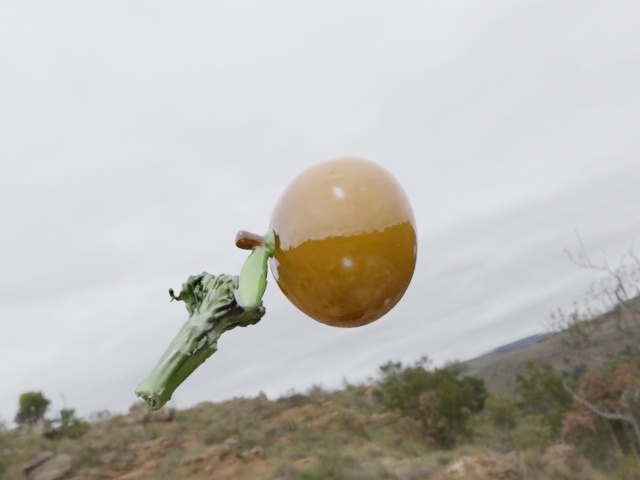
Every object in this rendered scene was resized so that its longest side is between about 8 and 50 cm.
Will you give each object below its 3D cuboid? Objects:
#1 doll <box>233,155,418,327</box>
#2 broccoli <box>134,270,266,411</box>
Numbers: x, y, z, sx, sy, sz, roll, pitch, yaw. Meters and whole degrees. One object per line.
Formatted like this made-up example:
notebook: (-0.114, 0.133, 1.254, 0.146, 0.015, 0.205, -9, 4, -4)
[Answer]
doll: (0.000, 0.000, 0.927, 0.236, 0.214, 0.213, 0, -20, -18)
broccoli: (-0.238, 0.191, 1.432, 0.164, 0.146, 0.304, 10, 48, 36)
